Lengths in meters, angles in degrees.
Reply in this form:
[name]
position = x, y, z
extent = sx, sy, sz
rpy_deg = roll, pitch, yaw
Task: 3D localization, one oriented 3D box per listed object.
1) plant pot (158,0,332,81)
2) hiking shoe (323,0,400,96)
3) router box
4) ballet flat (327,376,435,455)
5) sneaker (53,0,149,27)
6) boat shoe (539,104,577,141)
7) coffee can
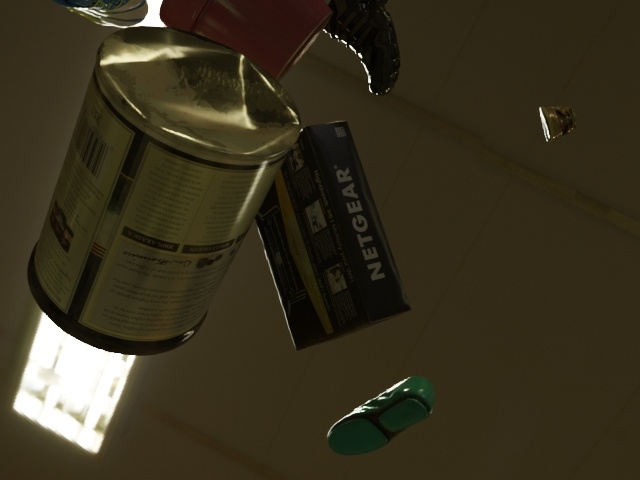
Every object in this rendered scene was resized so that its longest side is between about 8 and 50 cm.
[plant pot]
position = -0.092, -0.322, 1.146
extent = 0.180, 0.201, 0.201
rpy_deg = 40, -66, -5
[hiking shoe]
position = 0.055, -0.319, 1.266
extent = 0.114, 0.086, 0.226
rpy_deg = -11, -104, 12
[router box]
position = 0.000, 0.000, 1.315
extent = 0.243, 0.081, 0.308
rpy_deg = -30, -105, 57
[ballet flat]
position = 0.115, 0.310, 1.476
extent = 0.083, 0.087, 0.247
rpy_deg = 48, -52, -6
[sneaker]
position = -0.339, -0.356, 1.211
extent = 0.091, 0.240, 0.126
rpy_deg = -51, -130, 18
[boat shoe]
position = 0.327, -0.165, 1.138
extent = 0.045, 0.135, 0.050
rpy_deg = -12, -78, 18
[coffee can]
position = -0.165, -0.046, 0.849
extent = 0.201, 0.201, 0.275
rpy_deg = 31, -55, 0
